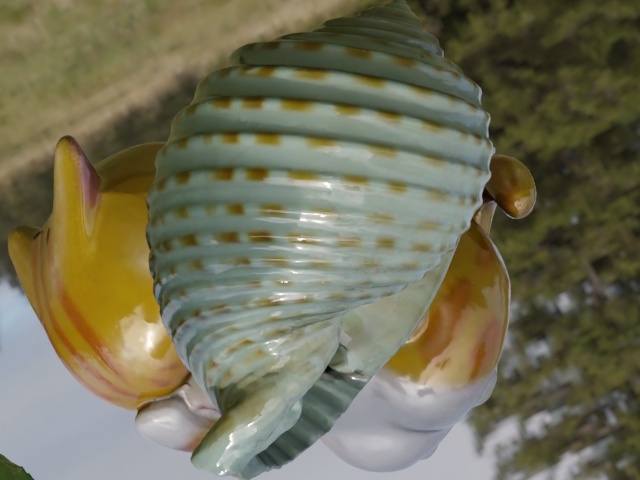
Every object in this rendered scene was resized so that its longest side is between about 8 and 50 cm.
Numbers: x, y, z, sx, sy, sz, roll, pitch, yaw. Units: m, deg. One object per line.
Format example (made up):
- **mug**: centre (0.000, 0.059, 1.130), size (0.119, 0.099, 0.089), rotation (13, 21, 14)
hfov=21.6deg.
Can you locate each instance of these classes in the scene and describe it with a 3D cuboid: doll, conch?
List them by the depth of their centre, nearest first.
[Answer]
- **conch**: centre (-0.003, -0.006, 0.561), size (0.153, 0.102, 0.135), rotation (-51, 153, 12)
- **doll**: centre (-0.023, 0.034, 0.910), size (0.269, 0.162, 0.167), rotation (6, 144, -22)

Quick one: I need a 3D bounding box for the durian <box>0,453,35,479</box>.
- **durian**: centre (-0.170, 0.109, 0.439), size (0.250, 0.139, 0.101), rotation (2, 173, -10)
